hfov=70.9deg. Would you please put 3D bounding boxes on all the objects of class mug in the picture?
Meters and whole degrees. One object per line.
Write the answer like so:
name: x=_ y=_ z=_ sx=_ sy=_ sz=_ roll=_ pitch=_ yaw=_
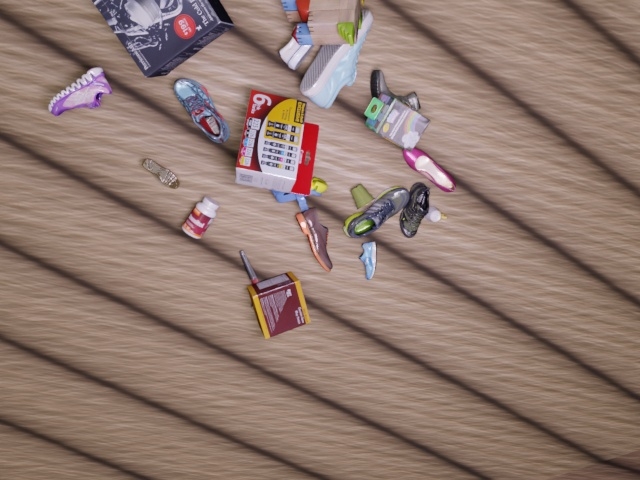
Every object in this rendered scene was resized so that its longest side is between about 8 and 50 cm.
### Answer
mug: x=0.466 y=-0.105 z=1.816 sx=0.078 sy=0.064 sz=0.062 roll=-22 pitch=107 yaw=1

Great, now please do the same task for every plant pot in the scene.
plant pot: x=0.157 y=-0.176 z=1.763 sx=0.083 sy=0.083 sz=0.079 roll=-33 pitch=95 yaw=4

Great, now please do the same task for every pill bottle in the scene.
pill bottle: x=-0.454 y=-0.090 z=1.715 sx=0.086 sy=0.086 sz=0.152 roll=33 pitch=100 yaw=-14

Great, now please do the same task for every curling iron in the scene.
curling iron: x=-0.282 y=0.169 z=1.836 sx=0.068 sy=0.035 sz=0.274 roll=-15 pitch=108 yaw=-1

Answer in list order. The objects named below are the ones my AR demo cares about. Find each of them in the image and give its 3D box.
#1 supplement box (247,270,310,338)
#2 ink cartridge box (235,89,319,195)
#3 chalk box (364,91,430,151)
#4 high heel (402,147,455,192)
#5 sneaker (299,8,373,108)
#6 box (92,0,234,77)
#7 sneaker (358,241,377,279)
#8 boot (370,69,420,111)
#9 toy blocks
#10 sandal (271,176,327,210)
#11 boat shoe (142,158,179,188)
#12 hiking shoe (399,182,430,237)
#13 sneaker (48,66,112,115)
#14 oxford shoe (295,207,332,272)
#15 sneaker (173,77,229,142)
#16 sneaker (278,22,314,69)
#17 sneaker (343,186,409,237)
supplement box: x=-0.167 y=0.256 z=1.805 sx=0.194 sy=0.129 sz=0.191 roll=-19 pitch=108 yaw=-14
ink cartridge box: x=-0.138 y=-0.338 z=1.578 sx=0.271 sy=0.130 sz=0.310 roll=10 pitch=72 yaw=-9
chalk box: x=0.250 y=-0.429 z=1.589 sx=0.213 sy=0.132 sz=0.132 roll=23 pitch=109 yaw=-24
high heel: x=0.421 y=-0.273 z=1.733 sx=0.244 sy=0.117 sz=0.082 roll=42 pitch=99 yaw=-16
sneaker: x=0.078 y=-0.637 z=1.605 sx=0.366 sy=0.135 sz=0.150 roll=-52 pitch=134 yaw=5
box: x=-0.513 y=-0.757 z=1.435 sx=0.312 sy=0.179 sz=0.343 roll=-29 pitch=107 yaw=16
sneaker: x=0.195 y=0.082 z=1.857 sx=0.073 sy=0.063 sz=0.162 roll=3 pitch=103 yaw=11
boot: x=0.282 y=-0.525 z=1.673 sx=0.161 sy=0.083 sz=0.247 roll=-18 pitch=115 yaw=-5
toy blocks: x=-0.003 y=-0.783 z=1.450 sx=0.260 sy=0.191 sz=0.382 roll=3 pitch=75 yaw=12
sandal: x=-0.139 y=-0.201 z=1.699 sx=0.317 sy=0.126 sz=0.138 roll=18 pitch=108 yaw=-9
boat shoe: x=-0.594 y=-0.250 z=1.680 sx=0.153 sy=0.048 sz=0.056 roll=35 pitch=88 yaw=-21
hiking shoe: x=0.375 y=-0.112 z=1.778 sx=0.086 sy=0.114 sz=0.227 roll=8 pitch=106 yaw=-8
sneaker: x=-0.825 y=-0.493 z=1.558 sx=0.236 sy=0.095 sz=0.105 roll=-34 pitch=115 yaw=4
oxford shoe: x=0.000 y=0.000 z=1.786 sx=0.098 sy=0.097 sz=0.271 roll=-27 pitch=107 yaw=-4
sneaker: x=-0.416 y=-0.462 z=1.587 sx=0.104 sy=0.125 sz=0.262 roll=-39 pitch=107 yaw=6
sneaker: x=-0.046 y=-0.725 z=1.565 sx=0.091 sy=0.094 sz=0.258 roll=40 pitch=95 yaw=-7
sneaker: x=0.229 y=-0.098 z=1.764 sx=0.300 sy=0.121 sz=0.111 roll=-38 pitch=107 yaw=6
